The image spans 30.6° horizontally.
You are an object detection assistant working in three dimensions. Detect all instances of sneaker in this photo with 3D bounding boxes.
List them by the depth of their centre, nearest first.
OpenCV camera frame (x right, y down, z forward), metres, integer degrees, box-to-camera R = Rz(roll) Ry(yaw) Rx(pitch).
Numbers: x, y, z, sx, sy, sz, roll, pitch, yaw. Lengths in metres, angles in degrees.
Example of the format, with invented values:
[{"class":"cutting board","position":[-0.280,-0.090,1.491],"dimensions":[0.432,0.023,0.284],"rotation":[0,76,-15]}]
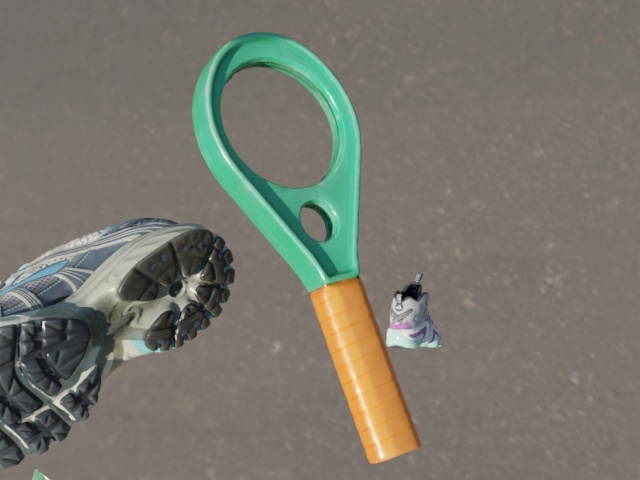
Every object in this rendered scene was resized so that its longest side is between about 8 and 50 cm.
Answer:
[{"class":"sneaker","position":[-0.205,0.070,0.875],"dimensions":[0.283,0.110,0.122],"rotation":[-29,31,-29]},{"class":"sneaker","position":[0.091,0.064,1.082],"dimensions":[0.038,0.098,0.069],"rotation":[2,88,21]}]

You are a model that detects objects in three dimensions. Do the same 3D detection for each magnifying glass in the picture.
[{"class":"magnifying glass","position":[0.000,0.000,0.601],"dimensions":[0.026,0.092,0.230],"rotation":[-29,77,53]}]

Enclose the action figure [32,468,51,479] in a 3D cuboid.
[{"class":"action figure","position":[-0.122,0.269,0.884],"dimensions":[0.063,0.232,0.137],"rotation":[-104,31,-76]}]
